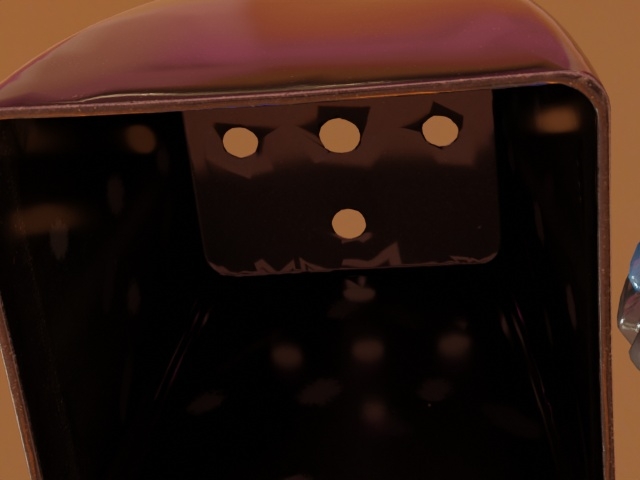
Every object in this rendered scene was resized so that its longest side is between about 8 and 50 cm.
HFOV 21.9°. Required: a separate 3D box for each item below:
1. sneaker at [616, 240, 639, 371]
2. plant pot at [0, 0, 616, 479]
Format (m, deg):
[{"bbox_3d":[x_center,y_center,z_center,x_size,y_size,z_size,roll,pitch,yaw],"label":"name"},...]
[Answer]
[{"bbox_3d":[0.186,-0.026,0.413,0.140,0.125,0.341,48,-132,-7],"label":"sneaker"},{"bbox_3d":[0.000,0.000,0.573,0.188,0.187,0.167,-4,-151,6],"label":"plant pot"}]
